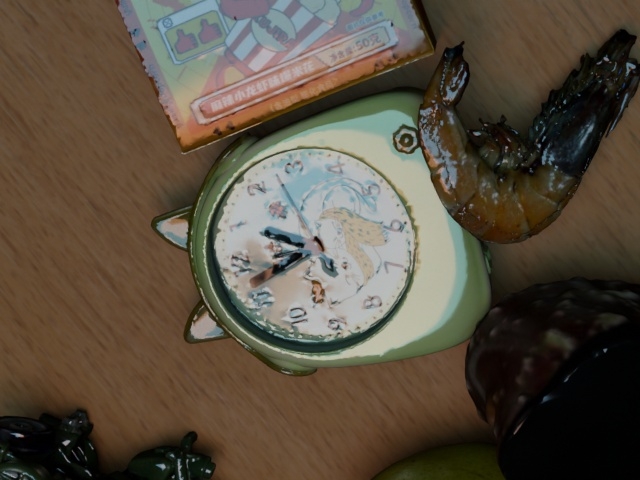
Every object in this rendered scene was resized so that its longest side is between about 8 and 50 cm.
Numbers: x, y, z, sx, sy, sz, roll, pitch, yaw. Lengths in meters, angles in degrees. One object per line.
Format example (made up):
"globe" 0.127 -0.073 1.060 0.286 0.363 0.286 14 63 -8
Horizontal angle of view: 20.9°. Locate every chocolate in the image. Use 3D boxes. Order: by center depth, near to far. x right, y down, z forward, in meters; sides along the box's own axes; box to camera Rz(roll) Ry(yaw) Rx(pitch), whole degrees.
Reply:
"chocolate" 0.303 0.144 1.829 0.340 0.210 0.225 0 116 -23

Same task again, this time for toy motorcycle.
"toy motorcycle" -0.243 0.271 1.928 0.275 0.205 0.127 20 100 7

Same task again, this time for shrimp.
"shrimp" 0.216 -0.144 1.827 0.222 0.054 0.290 45 77 -21

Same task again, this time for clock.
"clock" 0.000 0.000 1.899 0.348 0.117 0.286 -14 99 8

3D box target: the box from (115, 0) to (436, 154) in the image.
"box" -0.053 -0.265 1.810 0.284 0.214 0.259 -22 95 9

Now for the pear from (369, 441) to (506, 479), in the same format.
"pear" 0.157 0.357 1.871 0.294 0.294 0.294 1 100 5
